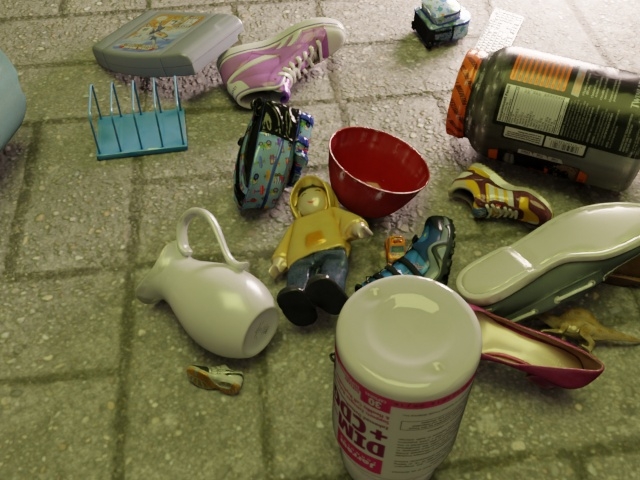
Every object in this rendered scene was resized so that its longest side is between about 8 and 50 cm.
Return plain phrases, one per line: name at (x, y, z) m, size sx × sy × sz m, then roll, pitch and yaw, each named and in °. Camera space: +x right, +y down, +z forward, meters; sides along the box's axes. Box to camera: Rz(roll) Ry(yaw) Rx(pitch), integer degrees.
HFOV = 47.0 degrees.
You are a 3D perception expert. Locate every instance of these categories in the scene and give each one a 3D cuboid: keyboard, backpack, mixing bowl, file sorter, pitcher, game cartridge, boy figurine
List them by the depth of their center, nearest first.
pitcher at (-0.155, 0.063, 1.085) m, size 0.207 × 0.178 × 0.125 m, roll 29°, pitch 15°, yaw 27°
boy figurine at (0.000, 0.000, 1.170) m, size 0.177 × 0.092 × 0.285 m, roll -20°, pitch 38°, yaw 20°
mixing bowl at (0.085, -0.104, 1.265) m, size 0.181 × 0.098 × 0.181 m, roll 14°, pitch 39°, yaw -12°
backpack at (-0.087, -0.134, 1.274) m, size 0.117 × 0.158 × 0.173 m, roll 13°, pitch 61°, yaw -12°
file sorter at (-0.347, -0.238, 1.397) m, size 0.170 × 0.104 × 0.118 m, roll -8°, pitch 48°, yaw -6°
game cartridge at (-0.330, -0.412, 1.539) m, size 0.297 × 0.062 × 0.198 m, roll 14°, pitch 43°, yaw 33°
backpack at (0.275, -0.494, 1.642) m, size 0.114 × 0.084 × 0.105 m, roll -13°, pitch 52°, yaw -16°
keyboard at (0.391, -0.446, 1.646) m, size 0.072 × 0.014 × 0.256 m, roll 18°, pitch 51°, yaw 16°

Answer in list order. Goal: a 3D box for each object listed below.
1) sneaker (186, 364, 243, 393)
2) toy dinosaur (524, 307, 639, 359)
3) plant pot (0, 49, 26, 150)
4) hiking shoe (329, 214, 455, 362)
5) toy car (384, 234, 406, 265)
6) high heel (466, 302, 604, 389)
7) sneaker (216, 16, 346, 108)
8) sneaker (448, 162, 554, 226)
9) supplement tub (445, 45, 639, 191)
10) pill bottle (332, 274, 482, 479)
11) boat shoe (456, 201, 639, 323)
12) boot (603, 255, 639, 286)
sneaker at (-0.151, 0.194, 1.060) m, size 0.083 × 0.032 × 0.037 m, roll 17°, pitch 36°, yaw 8°
toy dinosaur at (0.393, 0.139, 1.092) m, size 0.183 × 0.053 × 0.092 m, roll 14°, pitch 48°, yaw 12°
plant pot at (-0.689, -0.192, 1.225) m, size 0.341 × 0.341 × 0.334 m, roll 9°, pitch 41°, yaw 8°
hiking shoe at (0.122, 0.064, 1.117) m, size 0.132 × 0.113 × 0.304 m, roll 16°, pitch 50°, yaw 13°
toy car at (0.089, 0.004, 1.221) m, size 0.122 × 0.040 × 0.060 m, roll 12°, pitch 49°, yaw 10°
high heel at (0.256, 0.134, 0.998) m, size 0.244 × 0.117 × 0.082 m, roll 33°, pitch 63°, yaw -5°
sneaker at (-0.056, -0.348, 1.508) m, size 0.282 × 0.102 × 0.161 m, roll -24°, pitch 55°, yaw -7°
sneaker at (0.309, -0.060, 1.269) m, size 0.084 × 0.069 × 0.185 m, roll -41°, pitch 53°, yaw -21°
supplement tub at (0.410, -0.226, 1.318) m, size 0.338 × 0.207 × 0.207 m, roll 18°, pitch 50°, yaw 16°
pill bottle at (0.094, 0.188, 0.891) m, size 0.160 × 0.283 × 0.160 m, roll 0°, pitch 48°, yaw 0°
boat shoe at (0.361, 0.040, 1.105) m, size 0.319 × 0.099 × 0.116 m, roll -23°, pitch 35°, yaw 0°
boot at (0.565, 0.019, 1.161) m, size 0.305 × 0.115 × 0.112 m, roll 7°, pitch 46°, yaw 5°
